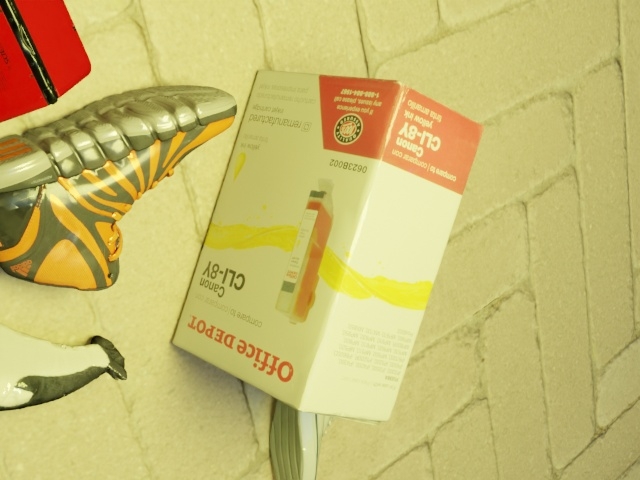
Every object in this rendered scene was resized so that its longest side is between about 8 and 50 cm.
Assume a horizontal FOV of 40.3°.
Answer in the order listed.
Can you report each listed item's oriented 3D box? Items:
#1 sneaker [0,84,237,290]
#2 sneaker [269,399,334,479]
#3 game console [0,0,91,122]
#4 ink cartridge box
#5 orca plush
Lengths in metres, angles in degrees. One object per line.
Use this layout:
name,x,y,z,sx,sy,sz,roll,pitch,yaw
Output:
sneaker,-0.231,-0.058,0.992,0.321,0.124,0.180,-24,121,-23
sneaker,-0.013,0.251,1.273,0.091,0.094,0.258,-5,104,-36
game console,-0.327,-0.213,0.921,0.124,0.085,0.144,-20,118,-2
ink cartridge box,0.000,0.000,1.088,0.160,0.279,0.384,17,90,-42
orca plush,-0.366,0.137,0.959,0.287,0.102,0.151,-5,60,-51
